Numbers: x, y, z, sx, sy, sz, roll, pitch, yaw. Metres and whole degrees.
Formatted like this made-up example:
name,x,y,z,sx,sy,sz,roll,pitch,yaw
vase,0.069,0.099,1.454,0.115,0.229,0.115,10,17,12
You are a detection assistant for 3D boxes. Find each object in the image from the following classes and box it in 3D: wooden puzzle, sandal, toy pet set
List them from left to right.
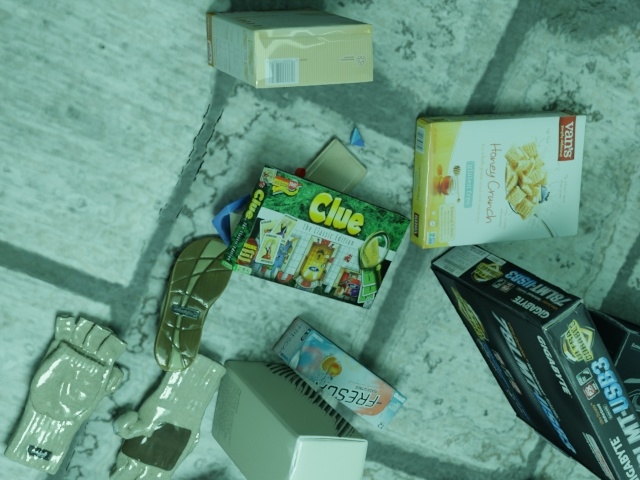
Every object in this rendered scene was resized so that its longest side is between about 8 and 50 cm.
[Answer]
name,x,y,z,sx,sy,sz,roll,pitch,yaw
sandal,-0.165,0.078,1.658,0.072,0.049,0.180,21,78,-14
toy pet set,-0.076,-0.028,1.674,0.114,0.065,0.122,-32,130,-45
wooden puzzle,0.017,-0.086,1.709,0.116,0.014,0.078,-41,120,-6

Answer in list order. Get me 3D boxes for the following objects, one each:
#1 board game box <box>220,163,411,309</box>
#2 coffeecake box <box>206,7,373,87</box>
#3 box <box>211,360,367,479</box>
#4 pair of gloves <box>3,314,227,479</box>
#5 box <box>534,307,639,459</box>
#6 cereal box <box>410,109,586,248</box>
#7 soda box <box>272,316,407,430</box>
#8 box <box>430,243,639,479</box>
name,x,y,z,sx,sy,sz,roll,pitch,yaw
board game box,0.000,0.000,1.673,0.260,0.030,0.136,17,97,-45
coffeecake box,-0.039,-0.227,1.547,0.142,0.185,0.068,-7,107,-20
box,-0.044,0.242,1.633,0.094,0.275,0.113,6,103,-24
pair of gloves,-0.255,0.211,1.669,0.240,0.042,0.204,18,99,-26
box,0.431,0.223,1.916,0.153,0.108,0.207,21,96,-26
cereal box,0.240,-0.084,1.781,0.240,0.047,0.173,-5,107,-21
soda box,0.027,0.178,1.762,0.183,0.063,0.058,37,89,-27
box,0.294,0.162,1.739,0.073,0.293,0.295,-35,116,-9
